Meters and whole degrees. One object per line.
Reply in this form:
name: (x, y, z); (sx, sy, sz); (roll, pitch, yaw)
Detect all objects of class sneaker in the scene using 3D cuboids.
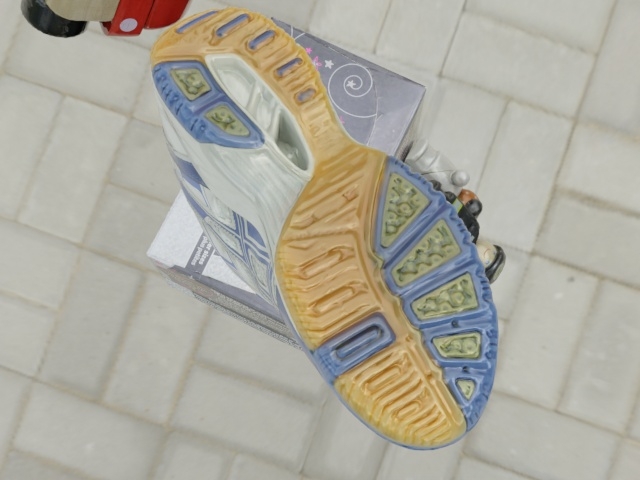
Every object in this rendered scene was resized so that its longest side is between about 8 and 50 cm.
sneaker: (0.000, 0.000, 0.680); (0.112, 0.131, 0.296); (-24, 66, -18)

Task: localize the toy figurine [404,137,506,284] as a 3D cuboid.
toy figurine: (0.112, 0.000, 1.434); (0.213, 0.209, 0.148); (-37, 114, 17)

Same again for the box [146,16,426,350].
box: (-0.028, -0.048, 1.051); (0.163, 0.142, 0.247); (26, 78, 6)

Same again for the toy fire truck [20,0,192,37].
toy fire truck: (-0.143, -0.265, 0.987); (0.246, 0.158, 0.217); (-3, 54, -31)
